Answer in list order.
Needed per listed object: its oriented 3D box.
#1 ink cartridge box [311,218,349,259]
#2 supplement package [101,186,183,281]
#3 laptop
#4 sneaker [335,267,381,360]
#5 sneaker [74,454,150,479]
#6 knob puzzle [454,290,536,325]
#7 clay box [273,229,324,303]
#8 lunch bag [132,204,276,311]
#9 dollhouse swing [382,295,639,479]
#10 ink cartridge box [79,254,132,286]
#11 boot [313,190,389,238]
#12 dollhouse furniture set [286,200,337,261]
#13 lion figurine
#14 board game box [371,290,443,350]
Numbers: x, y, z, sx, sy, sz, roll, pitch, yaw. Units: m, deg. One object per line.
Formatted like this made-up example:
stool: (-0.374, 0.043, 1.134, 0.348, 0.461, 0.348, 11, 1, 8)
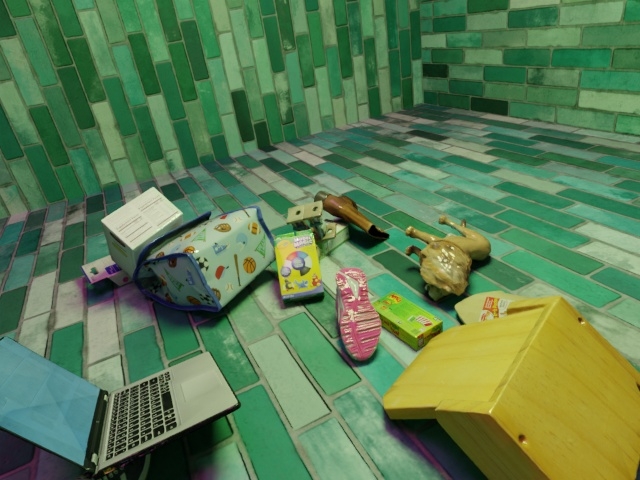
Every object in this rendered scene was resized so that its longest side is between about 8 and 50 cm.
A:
ink cartridge box: (0.000, 0.000, 1.579, 0.108, 0.062, 0.209, 16, 37, 38)
supplement package: (-0.590, -0.010, 1.487, 0.145, 0.262, 0.204, 40, 56, 9)
laptop: (-0.425, 0.264, 0.899, 0.407, 0.237, 0.382, -20, 9, -21)
sneaker: (0.093, 0.198, 1.134, 0.102, 0.111, 0.253, -2, 49, -2)
sneaker: (-0.408, 0.432, 0.776, 0.099, 0.153, 0.282, -1, 28, 14)
knob puzzle: (0.436, 0.191, 1.106, 0.212, 0.030, 0.213, -7, 28, 4)
clay box: (-0.069, 0.069, 1.340, 0.127, 0.053, 0.222, -11, 69, -2)
lunch bag: (-0.386, 0.054, 1.430, 0.385, 0.239, 0.327, -8, 22, 41)
dollhouse swing: (0.357, 0.319, 0.853, 0.315, 0.305, 0.346, 48, 49, 10)
ink cartridge box: (-0.685, 0.075, 1.655, 0.370, 0.069, 0.175, -24, 31, -31)
boot: (0.148, -0.090, 1.643, 0.280, 0.096, 0.264, 32, 3, 32)
dollhouse furniture set: (-0.032, -0.010, 1.445, 0.128, 0.129, 0.184, -12, 48, 22)
lion figurine: (0.408, 0.030, 1.313, 0.391, 0.142, 0.240, -24, 37, -34)
board game box: (0.216, 0.202, 1.139, 0.092, 0.043, 0.181, -23, 30, -26)
